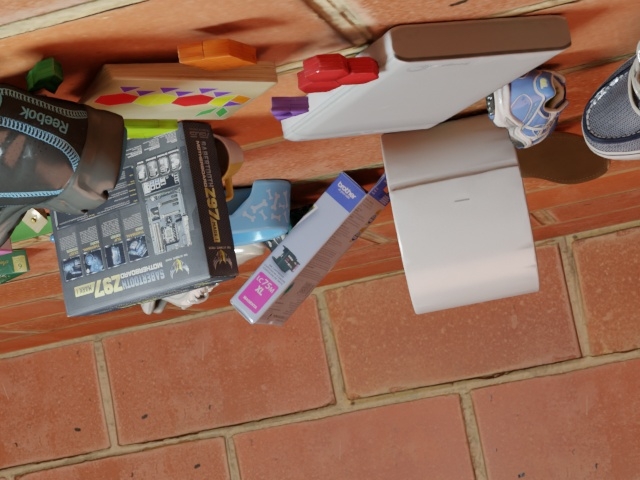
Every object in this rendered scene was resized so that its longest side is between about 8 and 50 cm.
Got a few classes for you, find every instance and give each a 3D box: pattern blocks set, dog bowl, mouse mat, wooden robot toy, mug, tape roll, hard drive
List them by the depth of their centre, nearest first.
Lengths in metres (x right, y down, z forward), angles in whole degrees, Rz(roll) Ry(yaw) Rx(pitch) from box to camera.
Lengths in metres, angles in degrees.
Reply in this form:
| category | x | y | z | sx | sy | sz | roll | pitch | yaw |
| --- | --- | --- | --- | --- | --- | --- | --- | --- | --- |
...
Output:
| category | x | y | z | sx | sy | sz | roll | pitch | yaw |
| --- | --- | --- | --- | --- | --- | --- | --- | --- | --- |
| pattern blocks set | -0.139 | -0.146 | 1.358 | 0.324 | 0.026 | 0.285 | -1 | 169 | -36 |
| hard drive | 0.103 | -0.170 | 1.513 | 0.203 | 0.040 | 0.307 | -8 | 173 | -23 |
| mug | -0.125 | -0.091 | 1.679 | 0.062 | 0.078 | 0.064 | 24 | -167 | 17 |
| wooden robot toy | -0.298 | -0.059 | 1.786 | 0.173 | 0.076 | 0.079 | -15 | -153 | 28 |
| tape roll | 0.184 | -0.037 | 1.849 | 0.169 | 0.246 | 0.246 | -11 | 173 | 5 |
| mouse mat | -0.446 | -0.014 | 2.053 | 0.189 | 0.007 | 0.152 | -16 | 171 | 27 |
| dog bowl | -0.175 | -0.030 | 2.059 | 0.297 | 0.074 | 0.166 | -7 | 172 | -31 |

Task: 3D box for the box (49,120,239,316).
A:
| category | x | y | z | sx | sy | sz | roll | pitch | yaw |
| --- | --- | --- | --- | --- | --- | --- | --- | --- | --- |
| box | -0.213 | -0.021 | 1.640 | 0.232 | 0.184 | 0.059 | -17 | 170 | 34 |

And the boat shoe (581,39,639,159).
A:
| category | x | y | z | sx | sy | sz | roll | pitch | yaw |
| --- | --- | --- | --- | --- | --- | --- | --- | --- | --- |
| boat shoe | 0.379 | -0.186 | 1.542 | 0.158 | 0.127 | 0.340 | 3 | 158 | -37 |

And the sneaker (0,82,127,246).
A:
| category | x | y | z | sx | sy | sz | roll | pitch | yaw |
| --- | --- | --- | --- | --- | --- | --- | --- | --- | --- |
| sneaker | -0.325 | -0.072 | 1.325 | 0.139 | 0.125 | 0.340 | 23 | 150 | -36 |

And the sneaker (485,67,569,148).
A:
| category | x | y | z | sx | sy | sz | roll | pitch | yaw |
| --- | --- | --- | --- | --- | --- | --- | --- | --- | --- |
| sneaker | 0.258 | -0.158 | 1.669 | 0.081 | 0.080 | 0.211 | -10 | 175 | 21 |

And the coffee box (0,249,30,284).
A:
| category | x | y | z | sx | sy | sz | roll | pitch | yaw |
| --- | --- | --- | --- | --- | --- | --- | --- | --- | --- |
| coffee box | -0.561 | 0.054 | 2.278 | 0.113 | 0.040 | 0.184 | -6 | 172 | -37 |

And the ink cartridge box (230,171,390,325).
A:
| category | x | y | z | sx | sy | sz | roll | pitch | yaw |
| --- | --- | --- | --- | --- | --- | --- | --- | --- | --- |
| ink cartridge box | 0.000 | 0.000 | 2.169 | 0.311 | 0.065 | 0.186 | -47 | 169 | 4 |

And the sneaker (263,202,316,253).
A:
| category | x | y | z | sx | sy | sz | roll | pitch | yaw |
| --- | --- | --- | --- | --- | --- | --- | --- | --- | --- |
| sneaker | -0.044 | -0.026 | 2.299 | 0.110 | 0.107 | 0.275 | -35 | 170 | 4 |

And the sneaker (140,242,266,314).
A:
| category | x | y | z | sx | sy | sz | roll | pitch | yaw |
| --- | --- | --- | --- | --- | --- | --- | --- | --- | --- |
| sneaker | -0.213 | 0.055 | 2.498 | 0.292 | 0.118 | 0.110 | -17 | 169 | 30 |

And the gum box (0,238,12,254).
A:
| category | x | y | z | sx | sy | sz | roll | pitch | yaw |
| --- | --- | --- | --- | --- | --- | --- | --- | --- | --- |
| gum box | -0.491 | -0.007 | 1.815 | 0.107 | 0.062 | 0.188 | -13 | 172 | 18 |

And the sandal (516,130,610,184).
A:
| category | x | y | z | sx | sy | sz | roll | pitch | yaw |
| --- | --- | --- | --- | --- | --- | --- | --- | --- | --- |
| sandal | 0.332 | -0.133 | 2.090 | 0.240 | 0.088 | 0.079 | -8 | -152 | 40 |
